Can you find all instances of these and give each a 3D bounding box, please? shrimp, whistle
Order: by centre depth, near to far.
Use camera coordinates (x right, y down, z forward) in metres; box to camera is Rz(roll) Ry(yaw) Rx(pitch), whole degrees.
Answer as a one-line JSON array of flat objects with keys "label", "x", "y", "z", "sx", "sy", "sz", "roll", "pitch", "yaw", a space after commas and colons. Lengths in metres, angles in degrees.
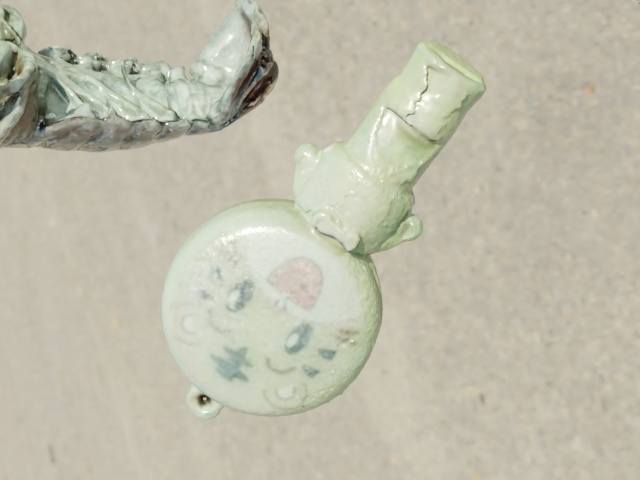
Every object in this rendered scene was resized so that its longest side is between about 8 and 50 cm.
[{"label": "whistle", "x": 0.000, "y": 0.000, "z": 0.870, "sx": 0.258, "sy": 0.126, "sz": 0.067, "roll": -54, "pitch": 7, "yaw": 17}, {"label": "shrimp", "x": -0.228, "y": -0.118, "z": 1.010, "sx": 0.166, "sy": 0.410, "sz": 0.221, "roll": -62, "pitch": 34, "yaw": 29}]

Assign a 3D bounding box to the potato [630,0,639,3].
[{"label": "potato", "x": 0.284, "y": -0.261, "z": 1.345, "sx": 0.172, "sy": 0.089, "sz": 0.100, "roll": 55, "pitch": 129, "yaw": 12}]
